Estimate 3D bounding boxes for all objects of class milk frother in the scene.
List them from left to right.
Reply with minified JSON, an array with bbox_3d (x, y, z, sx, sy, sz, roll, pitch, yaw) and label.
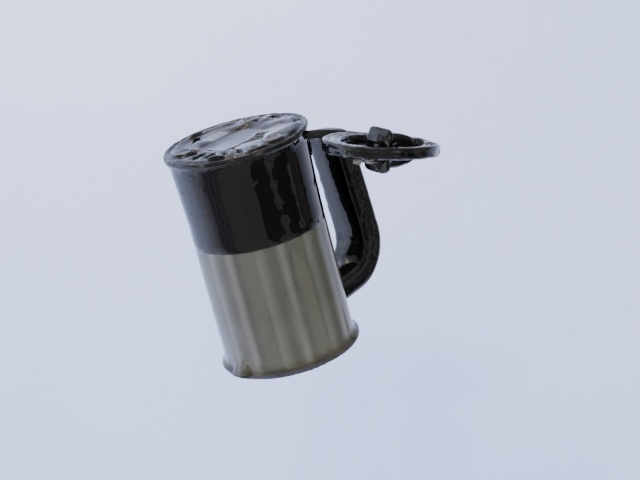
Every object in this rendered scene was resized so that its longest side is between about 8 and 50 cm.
[{"bbox_3d":[0.000,0.000,0.727,0.129,0.143,0.134,-24,-68,-22],"label":"milk frother"}]
